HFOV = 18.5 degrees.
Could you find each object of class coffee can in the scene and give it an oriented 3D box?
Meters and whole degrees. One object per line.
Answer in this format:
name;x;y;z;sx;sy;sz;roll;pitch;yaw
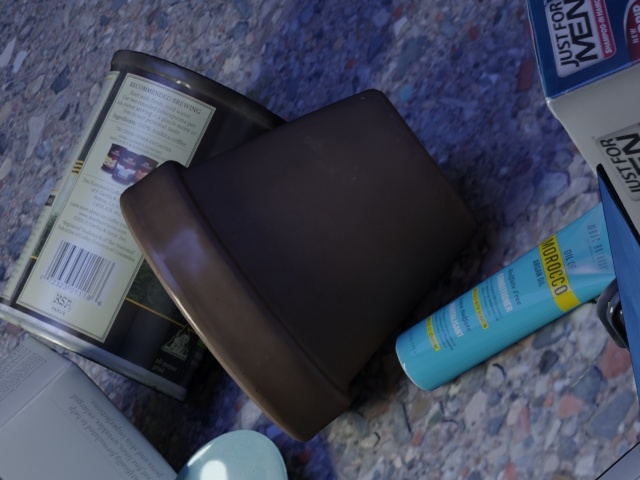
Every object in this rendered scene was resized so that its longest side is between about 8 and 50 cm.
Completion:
coffee can;-0.161;-0.013;1.851;0.201;0.201;0.275;17;80;56

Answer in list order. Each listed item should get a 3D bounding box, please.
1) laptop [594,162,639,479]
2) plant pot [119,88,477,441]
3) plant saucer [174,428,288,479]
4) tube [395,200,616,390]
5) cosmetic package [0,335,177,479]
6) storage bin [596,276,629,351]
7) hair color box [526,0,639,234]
laptop;0.162;0.249;1.202;0.408;0.236;0.382;-45;36;22
plant pot;0.000;0.000;1.630;0.229;0.263;0.263;-36;37;3
plant saucer;-0.081;0.259;1.693;0.195;0.037;0.195;-31;44;36
tube;0.154;0.048;1.539;0.207;0.052;0.080;-34;51;25
cosmetic package;-0.253;0.200;1.795;0.151;0.151;0.184;-44;18;-12
storage bin;0.273;0.043;1.340;0.135;0.098;0.091;-43;51;-3
hair color box;0.325;-0.137;1.244;0.347;0.174;0.105;-22;46;18
